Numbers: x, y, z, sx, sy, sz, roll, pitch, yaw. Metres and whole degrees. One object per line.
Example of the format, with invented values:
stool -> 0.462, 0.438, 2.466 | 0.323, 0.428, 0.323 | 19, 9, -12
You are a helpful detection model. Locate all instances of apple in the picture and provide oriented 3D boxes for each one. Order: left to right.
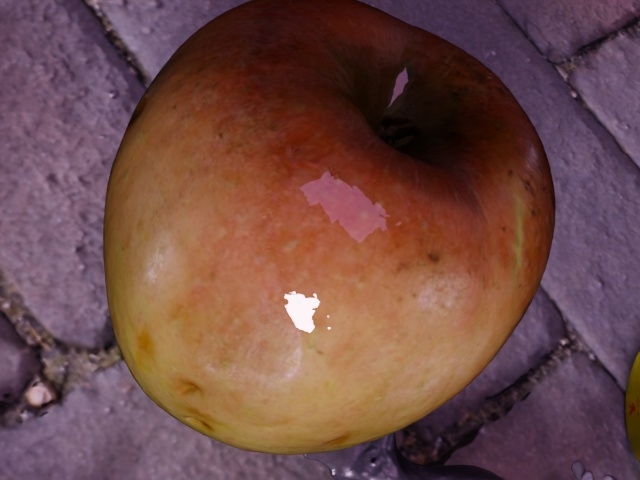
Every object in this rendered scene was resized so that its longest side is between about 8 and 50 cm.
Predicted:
apple -> 0.000, 0.000, 0.819 | 0.339, 0.305, 0.338 | 15, 44, -15

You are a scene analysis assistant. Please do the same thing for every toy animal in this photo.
toy animal -> 0.169, 0.261, 0.863 | 0.206, 0.081, 0.367 | -33, 80, -24

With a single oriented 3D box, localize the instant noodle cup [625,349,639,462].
instant noodle cup -> 0.392, 0.151, 0.972 | 0.144, 0.182, 0.182 | 21, 56, -21
